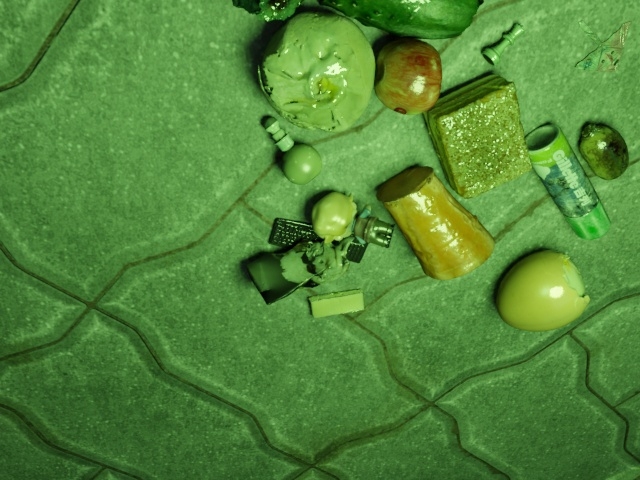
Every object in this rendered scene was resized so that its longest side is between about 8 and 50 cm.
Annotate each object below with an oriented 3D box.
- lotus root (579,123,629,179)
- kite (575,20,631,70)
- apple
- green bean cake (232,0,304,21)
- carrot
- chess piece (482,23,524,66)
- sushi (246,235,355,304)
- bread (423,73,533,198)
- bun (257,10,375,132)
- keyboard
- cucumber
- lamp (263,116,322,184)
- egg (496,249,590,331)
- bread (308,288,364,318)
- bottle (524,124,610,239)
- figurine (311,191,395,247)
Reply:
[{"bbox_3d":[0.676,-0.208,1.162,0.089,0.080,0.179,-40,120,17],"label":"lotus root"},{"bbox_3d":[0.607,-0.424,1.058,0.137,0.005,0.152,-41,119,15],"label":"kite"},{"bbox_3d":[0.175,-0.330,0.985,0.131,0.146,0.146,6,122,-5],"label":"apple"},{"bbox_3d":[-0.050,-0.473,0.831,0.107,0.193,0.208,-21,139,-51],"label":"green bean cake"},{"bbox_3d":[0.273,-0.054,1.168,0.196,0.196,0.254,-31,112,13],"label":"carrot"},{"bbox_3d":[0.384,-0.411,1.020,0.042,0.042,0.093,38,104,-27],"label":"chess piece"},{"bbox_3d":[-0.032,0.071,1.230,0.273,0.134,0.109,-27,148,-2],"label":"sushi"},{"bbox_3d":[0.349,-0.227,1.094,0.184,0.110,0.234,-26,124,6],"label":"bread"},{"bbox_3d":[-0.005,-0.321,0.962,0.239,0.141,0.239,-3,126,-5],"label":"bun"},{"bbox_3d":[0.000,0.000,1.246,0.251,0.017,0.087,13,122,-15],"label":"keyboard"},{"bbox_3d":[0.162,-0.456,0.925,0.325,0.105,0.145,12,120,-18],"label":"cucumber"},{"bbox_3d":[-0.067,-0.200,1.074,0.091,0.091,0.163,-35,107,14],"label":"lamp"},{"bbox_3d":[0.584,0.142,1.309,0.201,0.201,0.244,34,122,-25],"label":"egg"},{"bbox_3d":[0.046,0.174,1.358,0.154,0.028,0.068,-10,124,-2],"label":"bread"},{"bbox_3d":[0.605,-0.133,1.194,0.093,0.093,0.330,-37,120,16],"label":"bottle"},{"bbox_3d":[0.076,-0.044,1.151,0.196,0.108,0.114,15,114,7],"label":"figurine"}]
